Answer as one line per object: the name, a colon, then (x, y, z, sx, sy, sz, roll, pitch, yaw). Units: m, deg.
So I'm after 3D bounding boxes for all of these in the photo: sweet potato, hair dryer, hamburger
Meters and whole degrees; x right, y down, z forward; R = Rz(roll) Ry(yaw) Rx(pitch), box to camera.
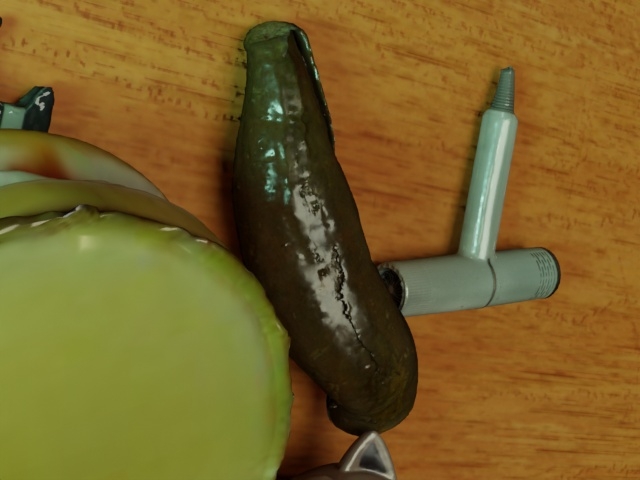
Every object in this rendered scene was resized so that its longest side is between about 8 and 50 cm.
sweet potato: (-0.006, 0.001, 0.947, 0.285, 0.085, 0.112, 70, 25, -14)
hair dryer: (0.107, -0.040, 1.048, 0.155, 0.044, 0.183, -6, 100, -38)
hamburger: (-0.183, 0.076, 0.747, 0.303, 0.186, 0.261, -18, 122, -29)

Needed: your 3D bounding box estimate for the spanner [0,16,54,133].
spanner: (-0.280, -0.030, 0.756, 0.316, 0.024, 0.087, -29, 115, -28)

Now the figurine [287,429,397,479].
figurine: (0.009, 0.208, 0.973, 0.125, 0.125, 0.138, -28, 104, -30)
